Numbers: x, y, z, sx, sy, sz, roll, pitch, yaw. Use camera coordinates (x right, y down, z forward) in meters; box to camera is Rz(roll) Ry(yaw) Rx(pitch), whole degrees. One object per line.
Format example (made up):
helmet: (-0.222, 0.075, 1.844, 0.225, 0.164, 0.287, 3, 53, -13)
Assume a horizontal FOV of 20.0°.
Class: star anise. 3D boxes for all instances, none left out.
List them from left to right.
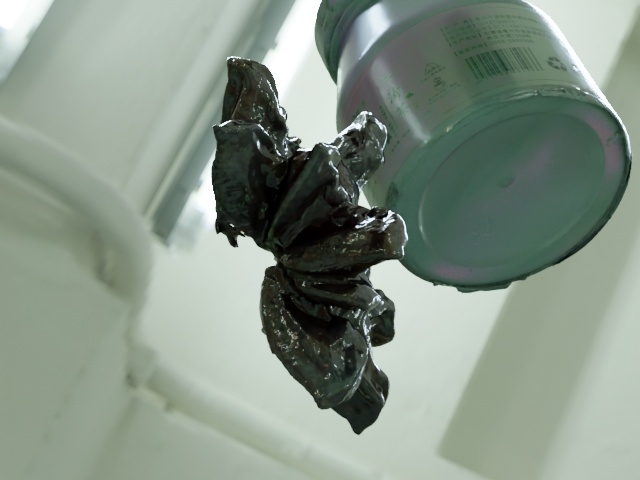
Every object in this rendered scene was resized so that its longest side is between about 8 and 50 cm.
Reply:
star anise: (0.000, 0.003, 1.270, 0.129, 0.282, 0.212, -11, 4, 5)

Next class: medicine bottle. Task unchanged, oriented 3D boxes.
medicine bottle: (0.131, -0.133, 1.734, 0.245, 0.245, 0.290, 52, 10, -46)
